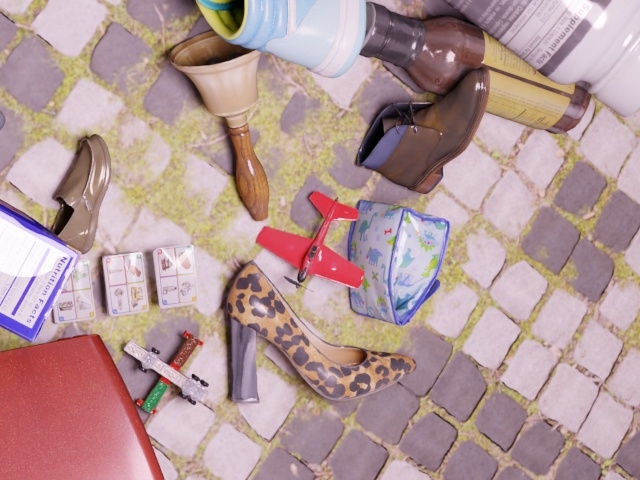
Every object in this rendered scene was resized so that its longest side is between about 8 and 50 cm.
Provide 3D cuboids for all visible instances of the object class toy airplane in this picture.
[{"bbox_3d":[0.000,0.000,2.081,0.151,0.028,0.151,4,65,-9],"label":"toy airplane"}]

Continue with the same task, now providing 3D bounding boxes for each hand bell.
[{"bbox_3d":[-0.099,-0.135,2.016,0.126,0.126,0.242,-26,119,-22],"label":"hand bell"}]

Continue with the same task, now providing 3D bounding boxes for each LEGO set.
[{"bbox_3d":[-0.237,0.133,2.009,0.182,0.060,0.244,-8,99,-13],"label":"LEGO set"}]

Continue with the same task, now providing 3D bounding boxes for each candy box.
[{"bbox_3d":[-0.448,-0.032,1.745,0.317,0.268,0.122,32,85,-27],"label":"candy box"}]

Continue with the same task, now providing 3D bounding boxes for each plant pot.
[{"bbox_3d":[-0.334,0.238,1.841,0.267,0.267,0.236,-11,88,-17],"label":"plant pot"}]

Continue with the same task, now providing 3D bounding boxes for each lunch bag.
[{"bbox_3d":[0.095,0.032,2.102,0.096,0.129,0.151,17,88,-27],"label":"lunch bag"}]

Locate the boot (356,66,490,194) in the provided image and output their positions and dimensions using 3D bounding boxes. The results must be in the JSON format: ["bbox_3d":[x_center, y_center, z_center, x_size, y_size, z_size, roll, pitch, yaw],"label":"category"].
[{"bbox_3d":[0.133,-0.148,2.078,0.106,0.082,0.219,14,133,-19],"label":"boot"}]

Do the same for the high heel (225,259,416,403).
[{"bbox_3d":[0.005,0.111,2.083,0.261,0.093,0.186,-4,104,-17],"label":"high heel"}]

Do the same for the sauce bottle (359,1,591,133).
[{"bbox_3d":[0.198,-0.236,2.132,0.344,0.111,0.111,17,88,-27],"label":"sauce bottle"}]

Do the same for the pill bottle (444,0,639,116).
[{"bbox_3d":[0.298,-0.331,2.055,0.361,0.204,0.204,36,79,-3],"label":"pill bottle"}]

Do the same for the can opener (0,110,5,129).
[{"bbox_3d":[-0.478,-0.193,1.807,0.283,0.095,0.076,38,80,-25],"label":"can opener"}]

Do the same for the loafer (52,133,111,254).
[{"bbox_3d":[-0.291,-0.057,1.939,0.050,0.056,0.148,7,93,-33],"label":"loafer"}]

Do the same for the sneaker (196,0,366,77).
[{"bbox_3d":[-0.059,-0.360,1.928,0.208,0.127,0.319,10,59,-28],"label":"sneaker"}]
